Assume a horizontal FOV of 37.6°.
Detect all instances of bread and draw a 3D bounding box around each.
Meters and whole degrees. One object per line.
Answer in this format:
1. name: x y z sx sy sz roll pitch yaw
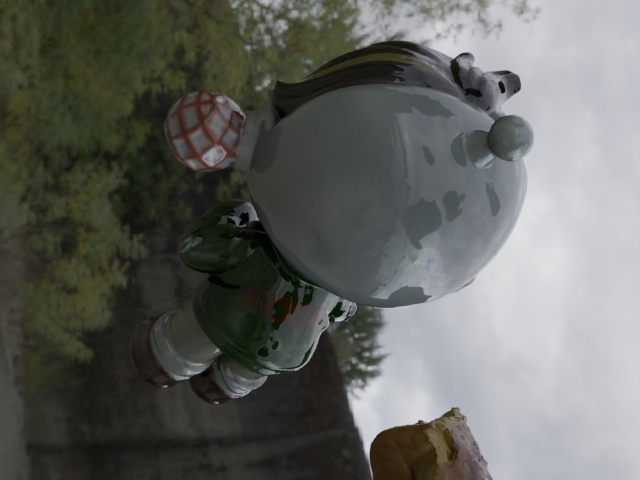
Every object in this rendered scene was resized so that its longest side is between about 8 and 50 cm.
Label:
1. bread: 0.152 0.349 0.885 0.109 0.185 0.381 -17 -101 35

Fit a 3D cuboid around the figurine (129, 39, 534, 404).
1. figurine: 0.000 0.000 0.674 0.370 0.281 0.167 -41 -143 32
